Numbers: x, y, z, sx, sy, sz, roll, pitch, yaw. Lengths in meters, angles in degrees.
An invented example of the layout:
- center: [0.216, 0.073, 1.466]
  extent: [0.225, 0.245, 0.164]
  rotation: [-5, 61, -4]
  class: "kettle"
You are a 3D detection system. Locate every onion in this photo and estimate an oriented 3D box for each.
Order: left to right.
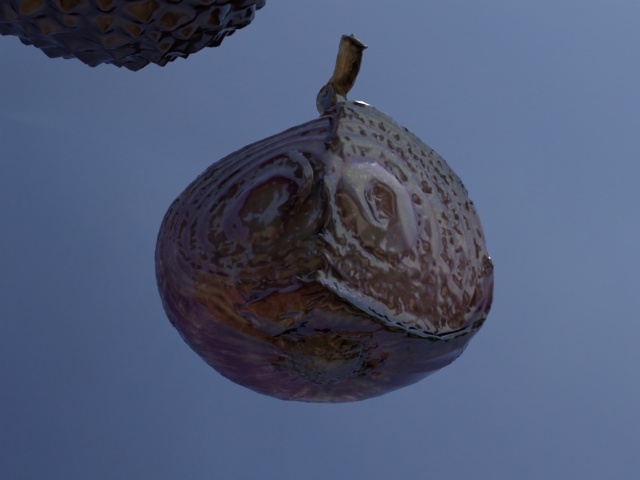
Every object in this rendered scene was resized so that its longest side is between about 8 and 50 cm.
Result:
- center: [-0.004, 0.028, 0.955]
  extent: [0.230, 0.272, 0.256]
  rotation: [-34, -74, 33]
  class: "onion"

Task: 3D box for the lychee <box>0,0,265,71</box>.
- center: [-0.121, -0.226, 0.624]
  extent: [0.304, 0.276, 0.276]
  rotation: [7, -85, 12]
  class: "lychee"
